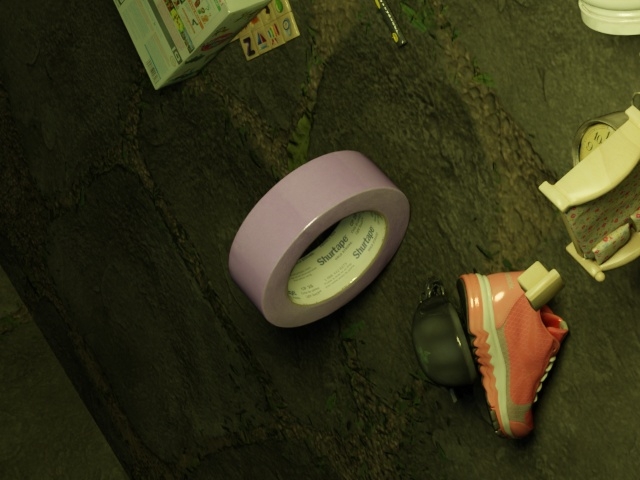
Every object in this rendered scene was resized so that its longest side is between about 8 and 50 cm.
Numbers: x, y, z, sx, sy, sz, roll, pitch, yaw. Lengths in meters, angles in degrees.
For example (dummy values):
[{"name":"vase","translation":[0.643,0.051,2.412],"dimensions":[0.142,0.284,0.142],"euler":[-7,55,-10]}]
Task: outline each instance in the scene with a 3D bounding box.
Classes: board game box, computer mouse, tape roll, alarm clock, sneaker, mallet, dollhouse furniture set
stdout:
[{"name":"board game box","translation":[-0.221,-0.412,2.533],"dimensions":[0.303,0.097,0.224],"euler":[-33,81,57]},{"name":"computer mouse","translation":[0.169,0.152,2.215],"dimensions":[0.272,0.072,0.189],"euler":[-28,-79,-88]},{"name":"tape roll","translation":[0.000,0.000,2.307],"dimensions":[0.090,0.274,0.275],"euler":[47,140,27]},{"name":"alarm clock","translation":[0.374,-0.107,1.908],"dimensions":[0.129,0.064,0.192],"euler":[55,152,32]},{"name":"sneaker","translation":[0.281,0.162,2.154],"dimensions":[0.116,0.136,0.314],"euler":[-99,-7,-48]},{"name":"mallet","translation":[0.078,-0.366,2.218],"dimensions":[0.190,0.039,0.062],"euler":[59,148,7]},{"name":"dollhouse furniture set","translation":[0.372,-0.051,1.685],"dimensions":[0.174,0.355,0.303],"euler":[48,180,29]}]

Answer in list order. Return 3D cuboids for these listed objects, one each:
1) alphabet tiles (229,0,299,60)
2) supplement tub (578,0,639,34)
[{"name":"alphabet tiles","translation":[-0.129,-0.392,2.510],"dimensions":[0.237,0.009,0.198],"euler":[-16,95,56]},{"name":"supplement tub","translation":[0.345,-0.346,1.745],"dimensions":[0.144,0.144,0.200],"euler":[27,139,44]}]
